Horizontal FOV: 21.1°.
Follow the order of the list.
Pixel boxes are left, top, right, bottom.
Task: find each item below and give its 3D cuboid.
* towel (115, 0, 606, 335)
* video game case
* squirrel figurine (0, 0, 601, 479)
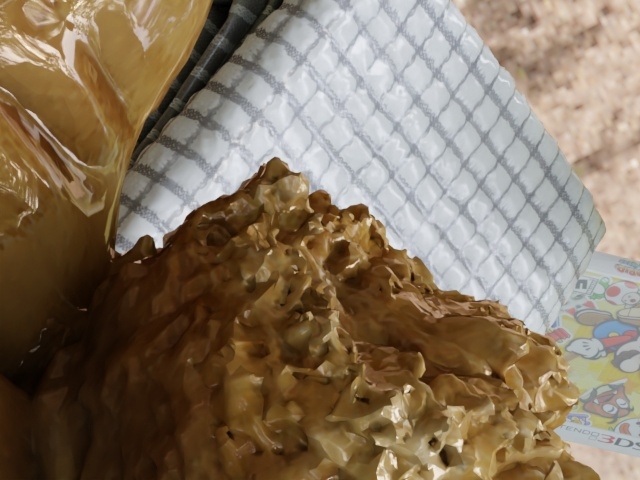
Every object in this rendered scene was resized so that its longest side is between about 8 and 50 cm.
[{"bbox_3d":[0.000,0.000,0.890,0.235,0.121,0.283,-53,130,-12],"label":"towel"},{"bbox_3d":[0.250,0.099,1.393,0.206,0.026,0.227,13,139,-5],"label":"video game case"},{"bbox_3d":[-0.111,0.027,0.542,0.397,0.370,0.281,33,158,3],"label":"squirrel figurine"}]
